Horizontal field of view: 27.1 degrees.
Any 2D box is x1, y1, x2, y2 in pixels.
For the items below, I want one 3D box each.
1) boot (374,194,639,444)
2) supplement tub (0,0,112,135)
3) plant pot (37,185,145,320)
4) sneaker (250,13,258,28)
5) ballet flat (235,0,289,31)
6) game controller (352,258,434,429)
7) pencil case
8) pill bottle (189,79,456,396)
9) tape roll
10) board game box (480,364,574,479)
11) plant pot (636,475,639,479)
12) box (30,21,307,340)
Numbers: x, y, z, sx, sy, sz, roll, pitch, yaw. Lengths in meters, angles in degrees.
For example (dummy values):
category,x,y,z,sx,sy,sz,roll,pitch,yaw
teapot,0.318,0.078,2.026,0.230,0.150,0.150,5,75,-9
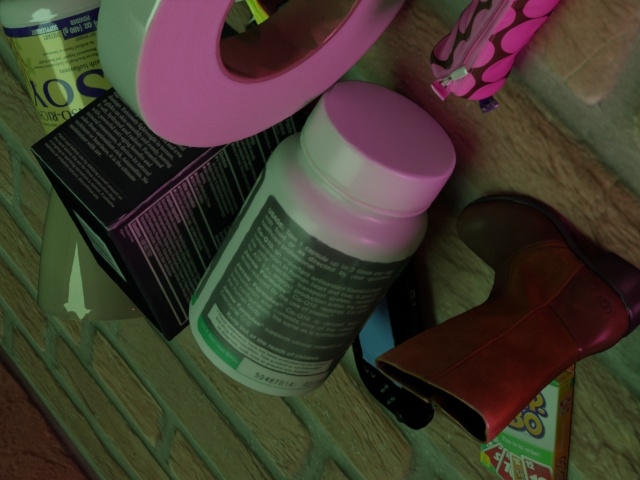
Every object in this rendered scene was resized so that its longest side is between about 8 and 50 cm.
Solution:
category,x,y,z,sx,sy,sz,roll,pitch,yaw
boot,0.168,0.078,1.402,0.264,0.280,0.096,39,145,33
supplement tub,-0.292,-0.224,1.891,0.241,0.241,0.331,14,128,53
plant pot,-0.347,-0.036,2.184,0.256,0.256,0.274,18,115,50
sneaker,-0.056,-0.255,1.705,0.069,0.038,0.098,42,156,26
ballet flat,-0.070,-0.291,1.638,0.077,0.077,0.231,-14,108,39
game controller,0.081,0.104,1.789,0.166,0.067,0.319,26,136,45
pencil case,0.177,-0.221,1.302,0.095,0.098,0.209,51,150,15
pill bottle,0.000,0.000,1.584,0.204,0.204,0.361,47,127,21
tape roll,-0.041,-0.257,1.314,0.072,0.392,0.392,47,149,22
board game box,0.255,0.217,1.657,0.124,0.039,0.259,33,139,38
plant pot,0.383,0.357,1.331,0.334,0.334,0.305,56,162,5
box,-0.167,-0.078,1.708,0.183,0.294,0.296,44,164,28
